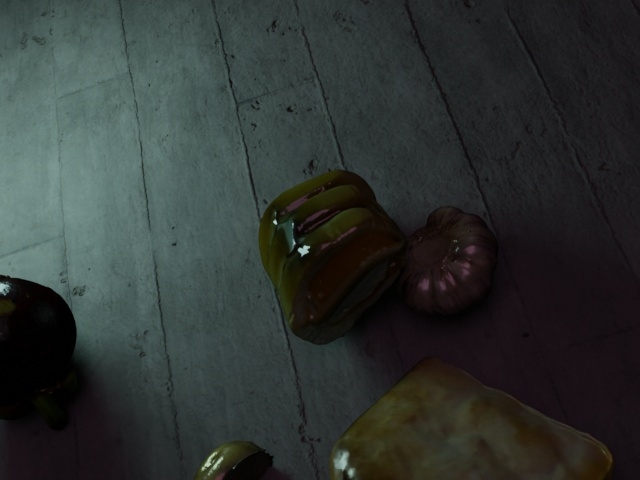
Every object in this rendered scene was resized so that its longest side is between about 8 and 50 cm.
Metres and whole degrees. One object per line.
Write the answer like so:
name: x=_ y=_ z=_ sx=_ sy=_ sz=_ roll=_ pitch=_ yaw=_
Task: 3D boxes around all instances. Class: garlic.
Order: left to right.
garlic: x=0.264 y=0.052 z=1.751 sx=0.245 sy=0.160 sz=0.245 roll=-21 pitch=51 yaw=28

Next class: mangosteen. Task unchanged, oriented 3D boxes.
mangosteen: x=-0.672 y=0.251 z=1.835 sx=0.306 sy=0.306 sz=0.359 roll=-21 pitch=79 yaw=4

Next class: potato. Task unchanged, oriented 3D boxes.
potato: x=-0.207 y=0.491 z=1.651 sx=0.098 sy=0.138 sz=0.243 roll=20 pitch=66 yaw=30

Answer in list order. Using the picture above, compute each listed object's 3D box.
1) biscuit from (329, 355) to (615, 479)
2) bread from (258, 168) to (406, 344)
biscuit: x=0.241 y=0.399 z=1.464 sx=0.429 sy=0.104 sz=0.446 roll=22 pitch=37 yaw=33
bread: x=0.000 y=0.000 z=1.779 sx=0.300 sy=0.210 sz=0.341 roll=-43 pitch=39 yaw=18
